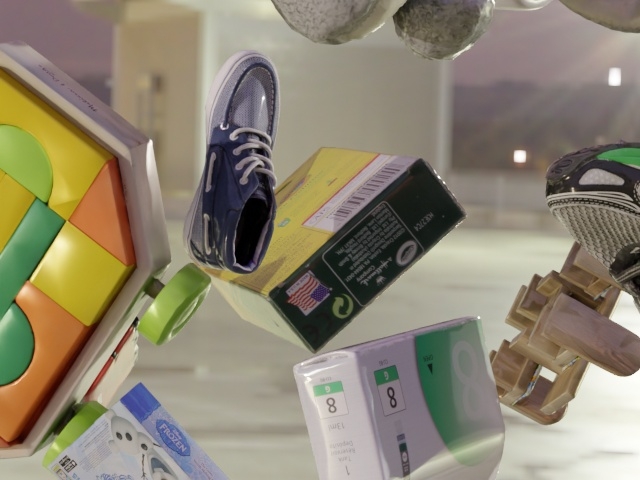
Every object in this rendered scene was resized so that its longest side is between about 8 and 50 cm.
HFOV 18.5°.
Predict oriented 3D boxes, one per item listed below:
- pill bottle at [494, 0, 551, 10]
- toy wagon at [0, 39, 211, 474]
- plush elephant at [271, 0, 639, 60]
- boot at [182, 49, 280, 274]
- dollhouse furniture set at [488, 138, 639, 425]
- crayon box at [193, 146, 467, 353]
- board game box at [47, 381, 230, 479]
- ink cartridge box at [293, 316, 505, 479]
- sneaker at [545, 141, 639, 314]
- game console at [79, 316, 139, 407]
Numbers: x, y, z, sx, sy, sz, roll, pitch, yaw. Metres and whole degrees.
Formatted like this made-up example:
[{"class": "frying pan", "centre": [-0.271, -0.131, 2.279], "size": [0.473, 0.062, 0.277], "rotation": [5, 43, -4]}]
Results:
[{"class": "pill bottle", "centre": [0.092, -0.297, 1.842], "size": [0.272, 0.152, 0.152], "rotation": [8, 6, 36]}, {"class": "toy wagon", "centre": [-0.243, 0.043, 1.278], "size": [0.267, 0.344, 0.068], "rotation": [38, 18, 7]}, {"class": "plush elephant", "centre": [0.087, -0.226, 0.930], "size": [0.255, 0.271, 0.330], "rotation": [-24, -16, 11]}, {"class": "boot", "centre": [-0.058, -0.065, 1.647], "size": [0.069, 0.190, 0.086], "rotation": [10, 2, -30]}, {"class": "dollhouse furniture set", "centre": [0.283, 0.058, 1.805], "size": [0.161, 0.242, 0.212], "rotation": [29, -21, -3]}, {"class": "crayon box", "centre": [0.000, 0.000, 1.969], "size": [0.202, 0.081, 0.318], "rotation": [-42, 16, -9]}, {"class": "board game box", "centre": [-0.084, 0.125, 0.982], "size": [0.020, 0.090, 0.090], "rotation": [-42, 0, -42]}, {"class": "ink cartridge box", "centre": [0.070, 0.171, 1.278], "size": [0.056, 0.224, 0.181], "rotation": [-16, -3, 30]}, {"class": "sneaker", "centre": [0.282, 0.060, 1.344], "size": [0.343, 0.146, 0.134], "rotation": [40, -21, -15]}, {"class": "game console", "centre": [-0.214, 0.089, 1.804], "size": [0.085, 0.124, 0.144], "rotation": [31, -18, 6]}]
